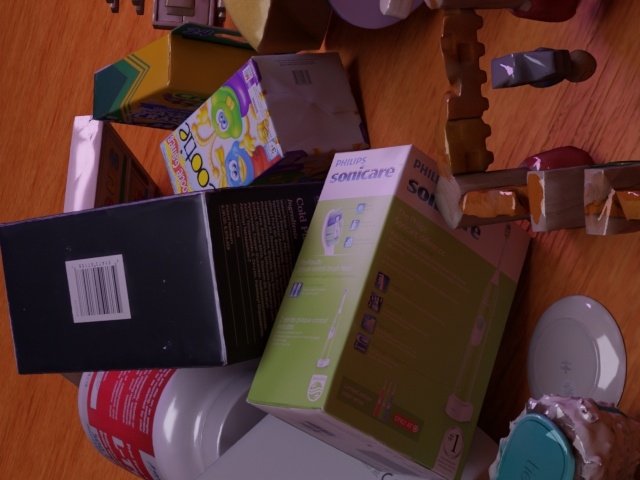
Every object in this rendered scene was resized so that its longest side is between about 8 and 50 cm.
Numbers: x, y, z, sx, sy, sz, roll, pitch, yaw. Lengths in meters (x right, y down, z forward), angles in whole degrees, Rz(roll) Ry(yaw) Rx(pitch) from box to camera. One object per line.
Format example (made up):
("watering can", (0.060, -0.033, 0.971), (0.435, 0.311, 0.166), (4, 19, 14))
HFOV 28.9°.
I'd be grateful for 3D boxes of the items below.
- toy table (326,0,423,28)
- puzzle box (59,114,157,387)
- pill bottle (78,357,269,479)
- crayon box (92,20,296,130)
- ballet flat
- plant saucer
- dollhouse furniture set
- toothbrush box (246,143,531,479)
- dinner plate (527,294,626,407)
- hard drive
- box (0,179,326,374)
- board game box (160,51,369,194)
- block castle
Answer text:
("toy table", (0.098, -0.373, 1.394), (0.161, 0.252, 0.274), (-137, 50, -72))
("puzzle box", (-0.339, 0.039, 1.970), (0.272, 0.052, 0.408), (61, -152, -66))
("pill bottle", (-0.154, 0.237, 1.680), (0.408, 0.229, 0.229), (5, 90, 59))
("crayon box", (-0.179, -0.228, 1.819), (0.323, 0.203, 0.083), (-12, 76, 57))
("ballet flat", (0.199, 0.317, 1.195), (0.147, 0.147, 0.408), (57, 134, 45))
("plant saucer", (-0.031, -0.404, 1.537), (0.333, 0.081, 0.332), (-39, -36, -74))
("dollhouse furniture set", (-0.209, -0.421, 1.901), (0.242, 0.212, 0.160), (176, 97, -85))
("toothbrush box", (0.077, 0.076, 1.264), (0.122, 0.206, 0.283), (-1, 64, 49))
("dinner plate", (0.251, 0.125, 1.250), (0.141, 0.017, 0.141), (-10, 78, 58))
("hard drive", (-0.004, 0.283, 1.349), (0.353, 0.047, 0.233), (-41, 52, -12))
("box", (-0.129, 0.038, 1.409), (0.343, 0.313, 0.178), (-7, 92, 41))
("board game box", (-0.082, -0.128, 1.684), (0.275, 0.144, 0.142), (-33, 71, 52))
("block castle", (0.285, -0.152, 1.067), (0.453, 0.213, 0.302), (3, 100, 65))
